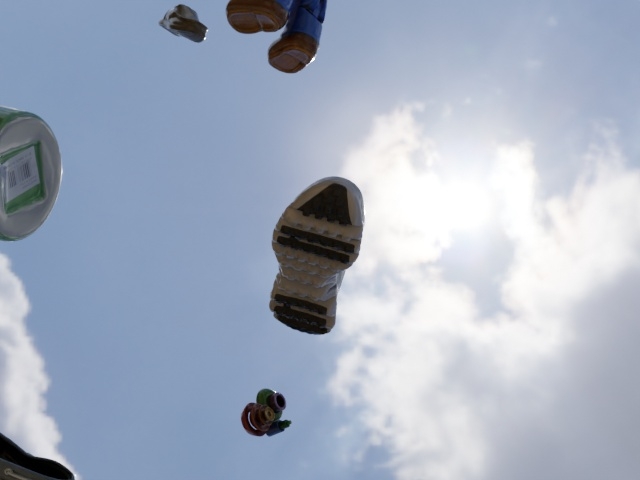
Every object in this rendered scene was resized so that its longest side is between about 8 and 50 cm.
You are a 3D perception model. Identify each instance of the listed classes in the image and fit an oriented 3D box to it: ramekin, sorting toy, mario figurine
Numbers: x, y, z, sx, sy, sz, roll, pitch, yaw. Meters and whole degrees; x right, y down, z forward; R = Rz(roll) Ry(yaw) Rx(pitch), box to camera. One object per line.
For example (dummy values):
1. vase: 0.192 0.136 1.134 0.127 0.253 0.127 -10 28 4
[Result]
1. ramekin: -0.673 -0.140 2.601 0.148 0.303 0.303 10 -88 25
2. sorting toy: -0.068 0.239 1.743 0.042 0.102 0.061 -26 -84 31
3. mario figurine: -0.025 -0.374 1.635 0.170 0.198 0.320 17 -116 13

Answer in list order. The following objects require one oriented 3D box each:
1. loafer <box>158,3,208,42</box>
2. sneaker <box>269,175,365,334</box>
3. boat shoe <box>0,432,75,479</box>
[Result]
1. loafer: -0.227 -0.367 2.094 0.148 0.056 0.050 28 -89 55
2. sneaker: 0.000 0.000 1.583 0.292 0.110 0.118 107 4 -55
3. boat shoe: -0.474 0.265 1.721 0.319 0.116 0.099 42 -75 -3
